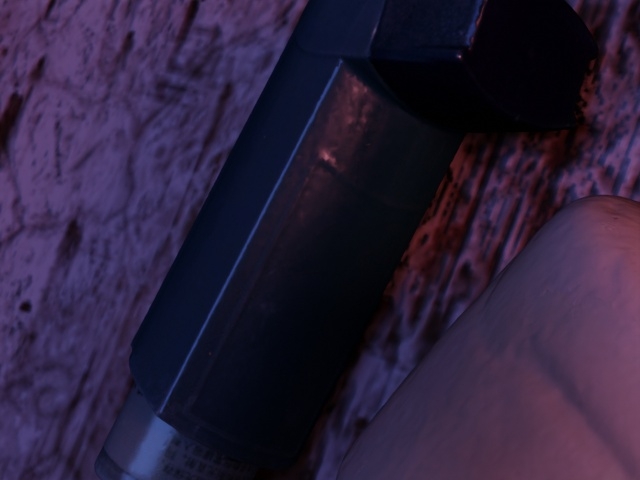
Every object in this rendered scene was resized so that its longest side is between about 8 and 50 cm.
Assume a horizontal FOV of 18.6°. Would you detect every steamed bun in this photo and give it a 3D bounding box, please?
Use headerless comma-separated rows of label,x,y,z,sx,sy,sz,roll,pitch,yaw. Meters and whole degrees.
steamed bun,0.110,0.095,0.565,0.146,0.164,0.241,-51,43,12

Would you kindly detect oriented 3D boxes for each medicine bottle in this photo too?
medicine bottle,0.000,0.000,0.787,0.124,0.079,0.258,34,96,48
